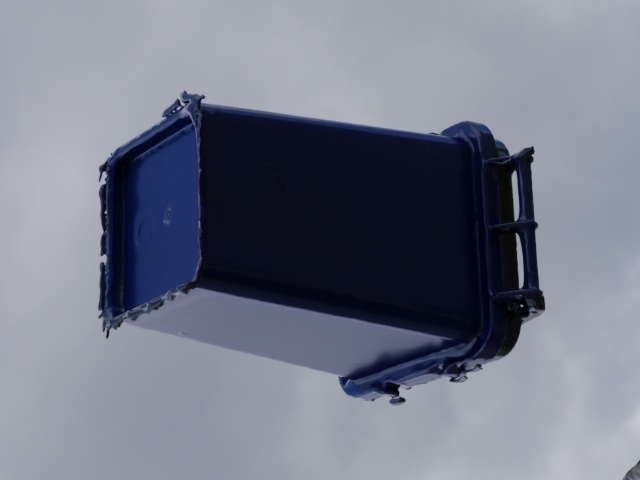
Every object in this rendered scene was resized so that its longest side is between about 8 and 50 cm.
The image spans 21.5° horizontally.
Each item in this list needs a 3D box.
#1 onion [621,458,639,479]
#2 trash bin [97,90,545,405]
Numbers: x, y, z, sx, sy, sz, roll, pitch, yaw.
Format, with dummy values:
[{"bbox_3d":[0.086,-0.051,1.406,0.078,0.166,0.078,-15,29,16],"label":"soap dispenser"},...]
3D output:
[{"bbox_3d":[0.290,0.245,0.758,0.348,0.385,0.348,-41,-33,-35],"label":"onion"},{"bbox_3d":[0.000,0.000,1.015,0.234,0.184,0.163,11,-113,-34],"label":"trash bin"}]
